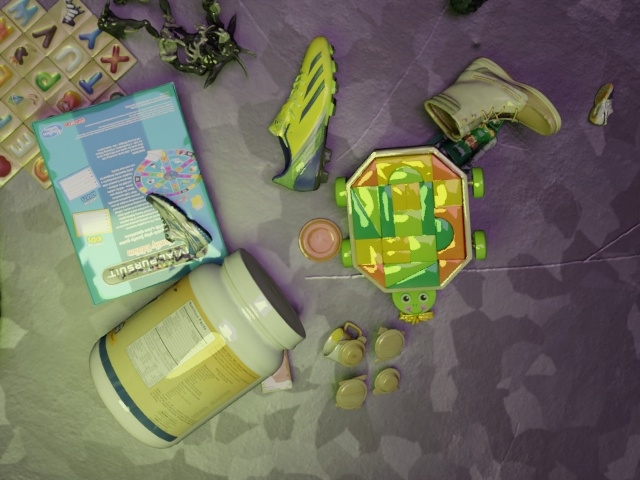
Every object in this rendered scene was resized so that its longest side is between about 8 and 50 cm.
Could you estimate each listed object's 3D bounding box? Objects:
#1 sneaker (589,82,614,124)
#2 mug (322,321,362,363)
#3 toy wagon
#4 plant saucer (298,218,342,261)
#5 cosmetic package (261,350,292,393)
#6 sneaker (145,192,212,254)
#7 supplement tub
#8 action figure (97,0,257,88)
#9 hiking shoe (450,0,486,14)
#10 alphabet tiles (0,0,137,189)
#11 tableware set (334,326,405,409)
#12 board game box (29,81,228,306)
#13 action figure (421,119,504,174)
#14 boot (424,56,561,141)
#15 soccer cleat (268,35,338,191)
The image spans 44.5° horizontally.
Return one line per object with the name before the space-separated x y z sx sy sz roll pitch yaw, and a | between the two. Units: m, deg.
sneaker | 0.561 -0.267 1.540 0.037 0.032 0.083 20 95 -22
mug | 0.052 0.202 1.478 0.064 0.062 0.078 33 95 -15
toy wagon | 0.170 -0.001 1.441 0.267 0.068 0.344 -4 104 9
plant saucer | 0.000 0.000 1.483 0.084 0.013 0.083 0 93 -8
cosmetic package | -0.090 0.223 1.467 0.060 0.041 0.115 -10 94 -6
sneaker | -0.254 -0.026 1.349 0.135 0.052 0.058 42 91 -9
supplement tub | -0.206 0.181 1.340 0.316 0.228 0.228 -36 96 3
action figure | -0.244 -0.374 1.374 0.276 0.141 0.164 20 78 -6
hiking shoe | 0.296 -0.575 1.467 0.132 0.113 0.304 23 93 19
alphabet tiles | -0.513 -0.270 1.406 0.342 0.011 0.285 -44 97 -4
tableware set | 0.093 0.240 1.466 0.141 0.020 0.168 -7 111 -23
board game box | -0.332 -0.083 1.398 0.254 0.079 0.336 -18 97 -7
action figure | 0.262 -0.171 1.490 0.232 0.063 0.137 -40 94 -8
boot | 0.315 -0.231 1.435 0.165 0.077 0.213 -39 67 -22
soccer cleat | -0.032 -0.234 1.431 0.121 0.093 0.289 5 91 -1
